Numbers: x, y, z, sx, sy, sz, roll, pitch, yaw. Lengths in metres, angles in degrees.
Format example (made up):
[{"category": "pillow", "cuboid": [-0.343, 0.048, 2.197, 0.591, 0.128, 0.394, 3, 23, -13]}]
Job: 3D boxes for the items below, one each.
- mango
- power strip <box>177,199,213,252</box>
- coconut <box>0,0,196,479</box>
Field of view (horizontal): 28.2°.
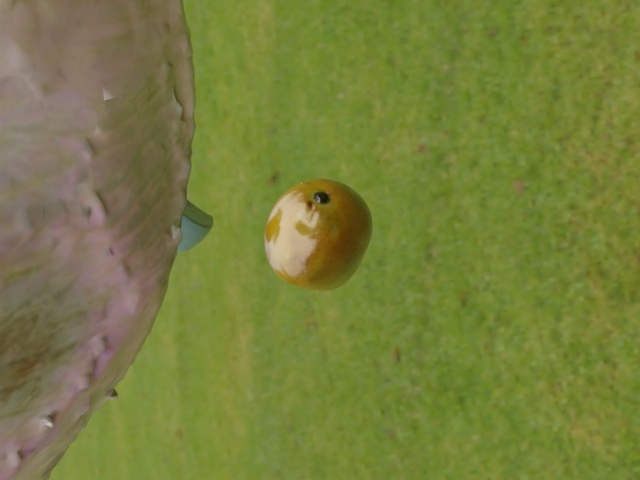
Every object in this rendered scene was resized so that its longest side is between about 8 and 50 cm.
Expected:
[{"category": "mango", "cuboid": [0.002, -0.004, 1.237, 0.089, 0.111, 0.163, 42, -170, 18]}, {"category": "power strip", "cuboid": [-0.193, -0.073, 1.253, 0.216, 0.044, 0.137, 48, -171, -8]}, {"category": "coconut", "cuboid": [-0.226, -0.051, 0.475, 0.404, 0.404, 0.405, 170, 90, -72]}]
